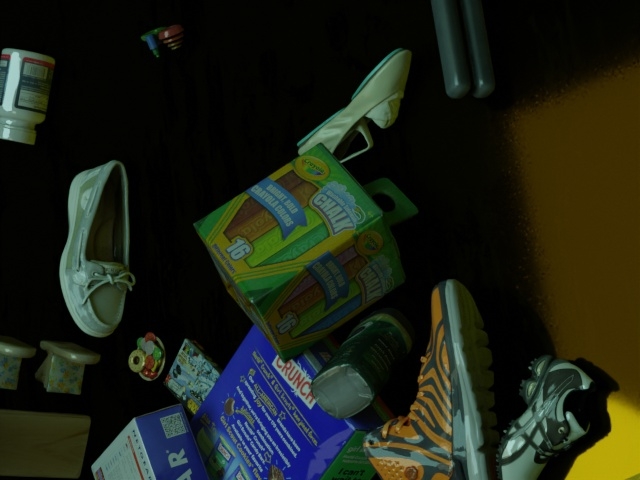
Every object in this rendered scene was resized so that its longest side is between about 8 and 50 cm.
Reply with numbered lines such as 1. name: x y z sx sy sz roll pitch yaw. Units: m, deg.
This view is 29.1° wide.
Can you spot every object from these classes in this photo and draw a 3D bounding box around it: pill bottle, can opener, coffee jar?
1. pill bottle: -0.602 -0.288 2.479 0.108 0.108 0.180 12 91 44
2. can opener: 0.189 -0.331 1.783 0.095 0.076 0.283 132 133 -68
3. coffee jar: 0.064 0.169 1.735 0.096 0.184 0.079 -36 96 35

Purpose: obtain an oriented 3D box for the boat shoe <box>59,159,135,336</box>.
1. boat shoe: -0.395 0.014 2.235 0.103 0.118 0.320 -20 63 44

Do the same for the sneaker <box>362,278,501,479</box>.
1. sneaker: 0.139 0.218 1.666 0.180 0.124 0.321 -11 74 25

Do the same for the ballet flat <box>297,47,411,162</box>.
1. ballet flat: 0.068 -0.186 1.864 0.248 0.086 0.086 -42 57 33

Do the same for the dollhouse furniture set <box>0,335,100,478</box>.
1. dollhouse furniture set: -0.575 0.361 2.146 0.256 0.394 0.362 12 91 53

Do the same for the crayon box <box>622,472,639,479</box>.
1. crayon box: 0.399 0.360 1.451 0.278 0.081 0.165 -35 61 35

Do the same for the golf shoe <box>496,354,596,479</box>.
1. golf shoe: 0.290 0.250 1.576 0.094 0.077 0.198 22 99 43

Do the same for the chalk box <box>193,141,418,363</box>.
1. chalk box: 0.000 0.000 1.779 0.289 0.179 0.180 -35 53 -9

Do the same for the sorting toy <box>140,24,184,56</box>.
1. sorting toy: -0.287 -0.362 2.240 0.102 0.061 0.042 3 120 50

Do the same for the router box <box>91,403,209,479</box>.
1. router box: -0.237 0.460 1.923 0.301 0.082 0.335 -46 62 57

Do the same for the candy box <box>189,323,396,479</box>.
1. candy box: -0.058 0.305 1.864 0.317 0.122 0.268 -56 49 23

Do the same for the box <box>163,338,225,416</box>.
1. box: -0.202 0.241 2.074 0.137 0.027 0.094 40 109 40

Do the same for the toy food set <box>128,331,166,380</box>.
1. toy food set: -0.304 0.206 2.180 0.083 0.020 0.082 37 109 41
